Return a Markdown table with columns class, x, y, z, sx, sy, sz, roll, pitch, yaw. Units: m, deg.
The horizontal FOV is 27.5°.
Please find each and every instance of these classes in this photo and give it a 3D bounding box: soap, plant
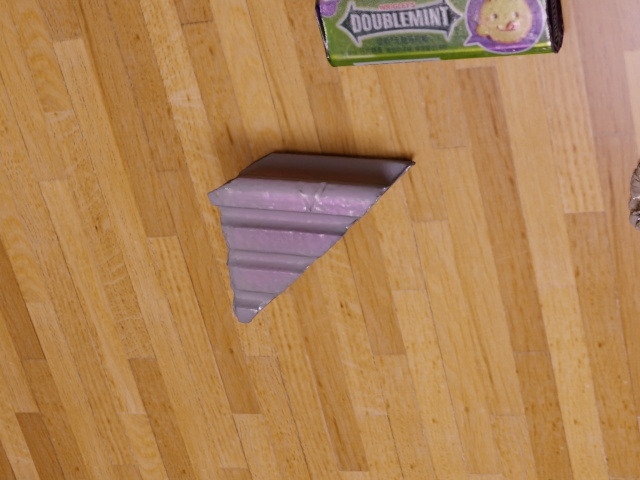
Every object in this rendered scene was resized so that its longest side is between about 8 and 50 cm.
| class | x | y | z | sx | sy | sz | roll | pitch | yaw |
| --- | --- | --- | --- | --- | --- | --- | --- | --- | --- |
| soap | 0.000 | 0.000 | 2.093 | 0.302 | 0.159 | 0.257 | 5 | 116 | 23 |
| plant | 0.481 | -0.046 | 1.894 | 0.104 | 0.122 | 0.116 | -7 | 122 | 38 |

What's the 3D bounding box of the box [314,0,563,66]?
| class | x | y | z | sx | sy | sz | roll | pitch | yaw |
| --- | --- | --- | --- | --- | --- | --- | --- | --- | --- |
| box | 0.167 | -0.323 | 1.878 | 0.346 | 0.097 | 0.134 | 1 | 118 | 23 |
